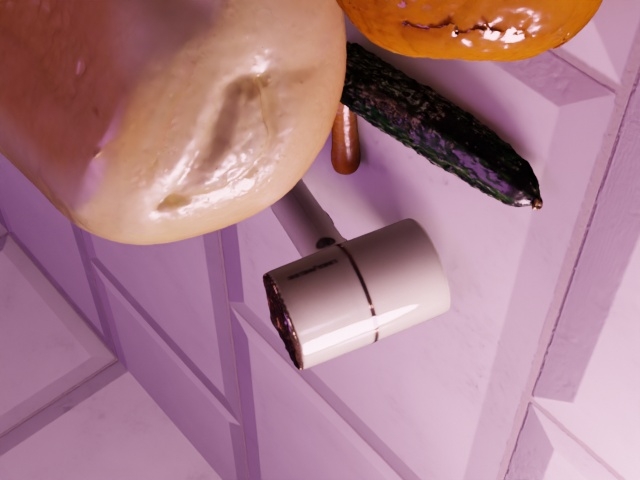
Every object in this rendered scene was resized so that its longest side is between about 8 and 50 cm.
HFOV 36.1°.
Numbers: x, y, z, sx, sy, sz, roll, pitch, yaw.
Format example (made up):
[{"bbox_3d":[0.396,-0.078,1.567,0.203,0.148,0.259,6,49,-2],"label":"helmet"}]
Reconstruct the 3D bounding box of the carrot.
[{"bbox_3d":[0.027,-0.155,1.167,0.037,0.037,0.190,38,148,35],"label":"carrot"}]

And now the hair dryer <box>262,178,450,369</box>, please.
[{"bbox_3d":[0.000,0.000,1.271,0.362,0.203,0.128,-123,16,-50],"label":"hair dryer"}]

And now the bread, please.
[{"bbox_3d":[-0.164,-0.183,0.933,0.376,0.253,0.348,37,106,36],"label":"bread"}]

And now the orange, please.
[{"bbox_3d":[0.108,-0.224,0.732,0.219,0.219,0.193,-7,79,63],"label":"orange"}]

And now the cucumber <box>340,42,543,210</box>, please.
[{"bbox_3d":[0.116,-0.118,1.021,0.293,0.068,0.067,38,150,33],"label":"cucumber"}]
